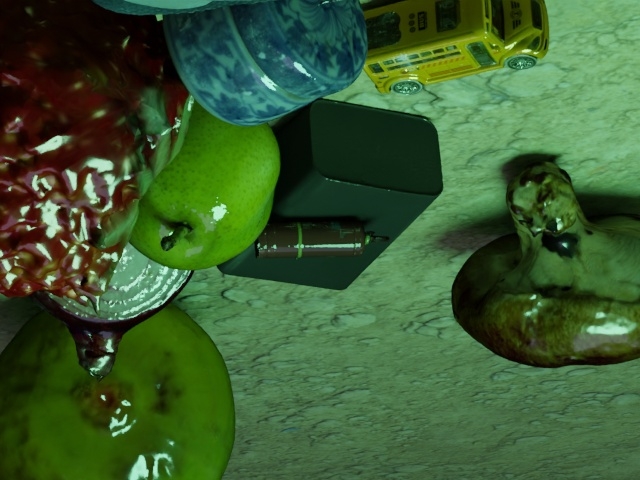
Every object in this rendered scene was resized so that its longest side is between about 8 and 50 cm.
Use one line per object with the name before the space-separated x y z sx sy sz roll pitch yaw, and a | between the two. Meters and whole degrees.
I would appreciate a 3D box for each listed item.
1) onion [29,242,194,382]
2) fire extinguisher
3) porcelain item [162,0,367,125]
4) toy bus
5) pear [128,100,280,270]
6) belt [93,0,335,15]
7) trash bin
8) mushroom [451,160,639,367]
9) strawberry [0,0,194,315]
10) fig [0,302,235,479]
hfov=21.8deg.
onion | -0.237 0.041 1.786 0.195 0.218 0.140 -1 -173 -23
fire extinguisher | 0.000 0.000 1.668 0.132 0.039 0.056 -1 -177 -7
porcelain item | -0.041 -0.175 1.343 0.114 0.147 0.147 -19 154 34
toy bus | 0.116 -0.183 1.457 0.162 0.069 0.074 -11 155 22
pear | -0.123 -0.042 1.581 0.166 0.216 0.180 24 129 -14
belt | -0.079 -0.242 1.206 0.218 0.122 0.128 -9 157 -4
trash bin | 0.007 -0.049 1.737 0.165 0.115 0.225 9 152 -25
mushroom | 0.298 0.029 1.885 0.267 0.267 0.254 6 123 -23
strawberry | -0.281 -0.117 1.366 0.343 0.292 0.292 29 149 -15
fig | -0.265 0.228 2.146 0.343 0.343 0.343 -3 159 -1
